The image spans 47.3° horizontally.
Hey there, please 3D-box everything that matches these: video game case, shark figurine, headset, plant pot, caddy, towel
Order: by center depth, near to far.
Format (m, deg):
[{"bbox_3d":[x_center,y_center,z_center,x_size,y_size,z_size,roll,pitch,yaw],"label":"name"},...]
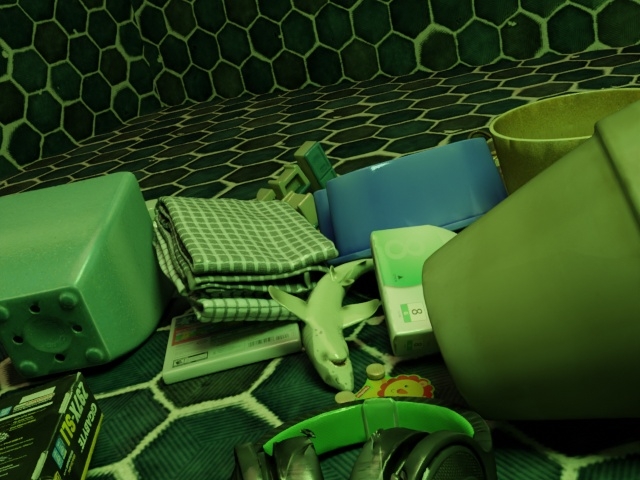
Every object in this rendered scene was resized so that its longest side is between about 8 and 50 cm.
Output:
[{"bbox_3d":[0.022,0.205,0.622,0.243,0.185,0.394,-8,10,14],"label":"headset"},{"bbox_3d":[0.272,0.057,0.757,0.280,0.323,0.323,-24,16,22],"label":"plant pot"},{"bbox_3d":[0.364,-0.051,0.981,0.237,0.254,0.237,-12,21,5],"label":"plant pot"},{"bbox_3d":[0.025,0.096,1.037,0.166,0.116,0.278,30,44,11],"label":"shark figurine"},{"bbox_3d":[-0.133,0.141,1.108,0.201,0.023,0.183,-14,21,-1],"label":"video game case"},{"bbox_3d":[-0.122,0.015,1.134,0.235,0.121,0.283,2,21,-26],"label":"towel"},{"bbox_3d":[-0.396,0.072,1.153,0.247,0.247,0.252,-11,30,4],"label":"plant pot"},{"bbox_3d":[0.149,-0.038,1.195,0.341,0.179,0.241,-17,-1,-11],"label":"caddy"}]

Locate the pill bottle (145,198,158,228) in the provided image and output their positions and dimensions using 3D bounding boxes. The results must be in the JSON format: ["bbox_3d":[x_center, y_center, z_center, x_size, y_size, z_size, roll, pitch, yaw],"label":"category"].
[{"bbox_3d":[-0.318,-0.007,1.434,0.078,0.137,0.078,-11,21,4],"label":"pill bottle"}]

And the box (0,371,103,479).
[{"bbox_3d":[-0.417,0.285,0.787,0.322,0.079,0.257,-20,19,0],"label":"box"}]

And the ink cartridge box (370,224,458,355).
[{"bbox_3d":[0.190,0.054,0.974,0.224,0.056,0.181,-8,47,-1],"label":"ink cartridge box"}]

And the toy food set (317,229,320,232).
[{"bbox_3d":[0.000,0.000,1.394,0.083,0.020,0.082,-7,21,15],"label":"toy food set"}]

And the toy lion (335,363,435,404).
[{"bbox_3d":[0.081,0.187,0.857,0.096,0.034,0.100,15,34,38],"label":"toy lion"}]

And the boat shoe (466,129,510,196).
[{"bbox_3d":[0.335,-0.137,1.402,0.123,0.123,0.342,-10,21,7],"label":"boat shoe"}]

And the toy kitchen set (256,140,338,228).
[{"bbox_3d":[-0.010,-0.103,1.585,0.166,0.122,0.207,10,51,46],"label":"toy kitchen set"}]
